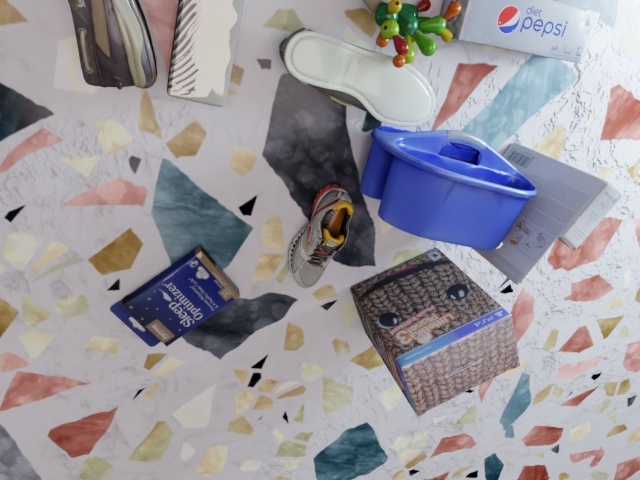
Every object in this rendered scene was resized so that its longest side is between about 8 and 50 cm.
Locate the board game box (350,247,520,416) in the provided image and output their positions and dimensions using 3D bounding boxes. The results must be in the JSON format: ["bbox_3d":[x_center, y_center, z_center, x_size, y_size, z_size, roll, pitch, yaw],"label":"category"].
[{"bbox_3d":[0.229,0.178,1.069,0.232,0.291,0.141,-25,120,-6],"label":"board game box"}]

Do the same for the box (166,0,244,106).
[{"bbox_3d":[-0.173,-0.359,0.781,0.094,0.113,0.275,7,111,-20],"label":"box"}]

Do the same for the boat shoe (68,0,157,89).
[{"bbox_3d":[-0.335,-0.384,0.703,0.130,0.132,0.355,-15,118,-11],"label":"boat shoe"}]

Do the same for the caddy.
[{"bbox_3d":[0.242,-0.121,0.958,0.341,0.241,0.179,10,116,-22],"label":"caddy"}]

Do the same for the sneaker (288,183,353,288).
[{"bbox_3d":[0.000,0.000,1.022,0.088,0.093,0.225,12,111,-23],"label":"sneaker"}]

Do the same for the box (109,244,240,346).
[{"bbox_3d":[-0.294,0.125,1.021,0.225,0.036,0.136,-34,120,2],"label":"box"}]

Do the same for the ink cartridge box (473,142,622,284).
[{"bbox_3d":[0.413,-0.056,1.023,0.060,0.275,0.239,30,104,-28],"label":"ink cartridge box"}]

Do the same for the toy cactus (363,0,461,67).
[{"bbox_3d":[0.133,-0.386,0.847,0.180,0.219,0.112,46,138,3],"label":"toy cactus"}]

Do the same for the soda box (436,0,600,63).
[{"bbox_3d":[0.369,-0.407,0.943,0.286,0.091,0.098,2,116,-18],"label":"soda box"}]

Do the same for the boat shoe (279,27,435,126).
[{"bbox_3d":[0.070,-0.292,0.903,0.305,0.091,0.109,16,108,-24],"label":"boat shoe"}]
